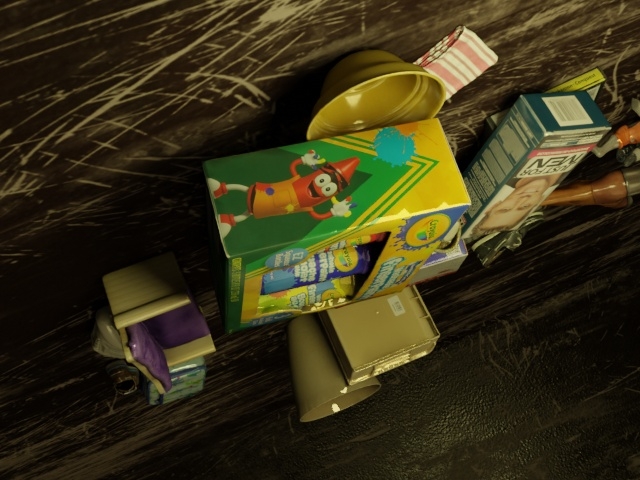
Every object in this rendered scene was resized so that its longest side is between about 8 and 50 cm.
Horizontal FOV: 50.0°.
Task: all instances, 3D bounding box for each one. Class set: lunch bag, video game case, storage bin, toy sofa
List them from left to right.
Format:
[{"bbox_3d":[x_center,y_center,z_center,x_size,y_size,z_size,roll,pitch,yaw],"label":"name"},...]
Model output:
[{"bbox_3d":[-0.319,0.184,1.437,0.150,0.177,0.362,-20,157,-9],"label":"toy sofa"},{"bbox_3d":[-0.411,0.380,1.907,0.176,0.090,0.219,-12,154,-22],"label":"lunch bag"},{"bbox_3d":[0.149,0.214,1.871,0.260,0.262,0.123,-20,155,-11],"label":"storage bin"},{"bbox_3d":[0.464,-0.236,1.474,0.248,0.035,0.275,-25,159,0],"label":"video game case"}]

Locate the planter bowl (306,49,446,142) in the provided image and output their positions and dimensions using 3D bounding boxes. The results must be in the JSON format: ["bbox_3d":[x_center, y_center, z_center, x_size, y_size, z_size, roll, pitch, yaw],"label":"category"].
[{"bbox_3d":[0.070,-0.219,1.023,0.217,0.090,0.217,-16,161,-6],"label":"planter bowl"}]

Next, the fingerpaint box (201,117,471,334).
[{"bbox_3d":[0.000,0.000,1.179,0.371,0.163,0.445,-12,161,-13],"label":"fingerpaint box"}]

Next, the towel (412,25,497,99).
[{"bbox_3d":[0.192,-0.263,1.141,0.197,0.029,0.144,-36,156,27],"label":"towel"}]

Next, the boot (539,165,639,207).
[{"bbox_3d":[0.605,-0.098,1.645,0.280,0.096,0.264,-13,-179,10],"label":"boot"}]

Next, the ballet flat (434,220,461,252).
[{"bbox_3d":[0.217,-0.083,1.365,0.123,0.123,0.348,-26,144,4],"label":"ballet flat"}]

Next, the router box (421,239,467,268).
[{"bbox_3d":[0.171,0.069,1.672,0.335,0.082,0.301,-17,168,3],"label":"router box"}]

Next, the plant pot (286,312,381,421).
[{"bbox_3d":[0.005,0.354,2.021,0.256,0.274,0.256,-21,158,-9],"label":"plant pot"}]

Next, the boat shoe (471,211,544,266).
[{"bbox_3d":[0.570,-0.005,2.051,0.233,0.079,0.084,-34,155,18],"label":"boat shoe"}]

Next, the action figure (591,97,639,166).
[{"bbox_3d":[0.807,-0.240,1.639,0.330,0.179,0.341,-6,150,-16],"label":"action figure"}]

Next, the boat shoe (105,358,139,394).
[{"bbox_3d":[-0.514,0.367,1.794,0.066,0.066,0.183,-22,158,-5],"label":"boat shoe"}]

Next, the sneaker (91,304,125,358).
[{"bbox_3d":[-0.454,0.207,1.481,0.094,0.090,0.235,-7,153,-4],"label":"sneaker"}]

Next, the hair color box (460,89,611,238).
[{"bbox_3d":[0.408,-0.147,1.410,0.173,0.105,0.347,-9,151,-25],"label":"hair color box"}]

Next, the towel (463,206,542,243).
[{"bbox_3d":[0.417,-0.087,1.762,0.324,0.056,0.312,-25,155,7],"label":"towel"}]
